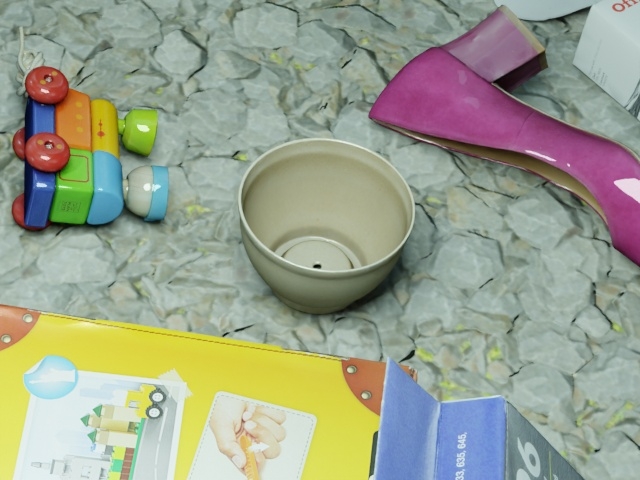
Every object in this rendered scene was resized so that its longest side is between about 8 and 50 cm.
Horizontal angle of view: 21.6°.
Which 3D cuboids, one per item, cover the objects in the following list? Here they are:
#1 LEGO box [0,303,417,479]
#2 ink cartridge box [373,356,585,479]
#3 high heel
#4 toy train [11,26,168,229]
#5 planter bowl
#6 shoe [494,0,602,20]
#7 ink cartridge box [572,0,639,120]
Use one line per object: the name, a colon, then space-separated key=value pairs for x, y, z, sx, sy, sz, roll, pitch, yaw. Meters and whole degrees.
LEGO box: x=-0.140 y=0.312 z=1.223 sx=0.372 sy=0.193 sz=0.500 roll=9 pitch=50 yaw=0
ink cartridge box: x=0.146 y=0.279 z=1.247 sx=0.072 sy=0.307 sz=0.304 roll=-19 pitch=43 yaw=29
high heel: x=0.217 y=-0.051 z=1.664 sx=0.181 sy=0.127 sz=0.377 roll=-37 pitch=64 yaw=1
toy train: x=-0.224 y=-0.119 z=1.641 sx=0.143 sy=0.105 sz=0.248 roll=6 pitch=49 yaw=-16
planter bowl: x=0.000 y=0.000 z=1.559 sx=0.162 sy=0.109 sz=0.162 roll=4 pitch=49 yaw=-5
shoe: x=0.282 y=-0.289 z=1.878 sx=0.178 sy=0.064 sz=0.081 roll=-9 pitch=14 yaw=9
ink cartridge box: x=0.403 y=-0.186 z=1.781 sx=0.160 sy=0.093 sz=0.219 roll=-30 pitch=60 yaw=-29
